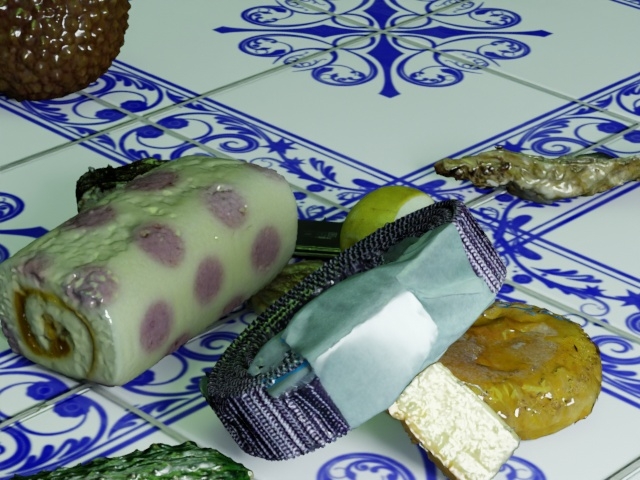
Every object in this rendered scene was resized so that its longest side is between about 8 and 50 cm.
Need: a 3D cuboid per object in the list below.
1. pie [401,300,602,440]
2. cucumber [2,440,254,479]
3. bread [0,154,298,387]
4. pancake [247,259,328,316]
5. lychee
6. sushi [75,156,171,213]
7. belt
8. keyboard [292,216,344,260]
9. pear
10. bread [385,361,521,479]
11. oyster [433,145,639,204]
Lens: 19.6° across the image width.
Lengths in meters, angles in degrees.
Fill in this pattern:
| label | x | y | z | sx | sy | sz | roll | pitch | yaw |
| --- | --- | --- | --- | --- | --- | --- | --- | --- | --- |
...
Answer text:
| label | x | y | z | sx | sy | sz | roll | pitch | yaw |
| --- | --- | --- | --- | --- | --- | --- | --- | --- | --- |
| pie | 0.170 | 0.126 | 1.970 | 0.273 | 0.069 | 0.273 | 4 | 25 | -2 |
| cucumber | -0.234 | 0.246 | 1.687 | 0.359 | 0.096 | 0.096 | -12 | 30 | -22 |
| bread | -0.187 | 0.021 | 2.051 | 0.187 | 0.155 | 0.338 | 10 | 29 | 35 |
| pancake | -0.016 | 0.063 | 2.132 | 0.139 | 0.022 | 0.139 | 1 | 28 | 0 |
| lychee | -0.400 | -0.336 | 2.648 | 0.267 | 0.267 | 0.267 | 1 | 27 | 0 |
| sushi | -0.224 | -0.048 | 2.270 | 0.150 | 0.091 | 0.078 | -6 | 24 | -10 |
| belt | 0.037 | 0.089 | 1.838 | 0.325 | 0.122 | 0.260 | -36 | 12 | -9 |
| keyboard | 0.000 | 0.000 | 2.253 | 0.230 | 0.025 | 0.094 | 5 | 29 | 7 |
| pear | 0.079 | 0.006 | 2.143 | 0.104 | 0.141 | 0.141 | -2 | 18 | 45 |
| bread | 0.131 | 0.177 | 1.795 | 0.084 | 0.109 | 0.080 | -47 | 37 | -9 |
| oyster | 0.319 | -0.090 | 2.399 | 0.345 | 0.079 | 0.129 | -3 | 7 | -3 |
